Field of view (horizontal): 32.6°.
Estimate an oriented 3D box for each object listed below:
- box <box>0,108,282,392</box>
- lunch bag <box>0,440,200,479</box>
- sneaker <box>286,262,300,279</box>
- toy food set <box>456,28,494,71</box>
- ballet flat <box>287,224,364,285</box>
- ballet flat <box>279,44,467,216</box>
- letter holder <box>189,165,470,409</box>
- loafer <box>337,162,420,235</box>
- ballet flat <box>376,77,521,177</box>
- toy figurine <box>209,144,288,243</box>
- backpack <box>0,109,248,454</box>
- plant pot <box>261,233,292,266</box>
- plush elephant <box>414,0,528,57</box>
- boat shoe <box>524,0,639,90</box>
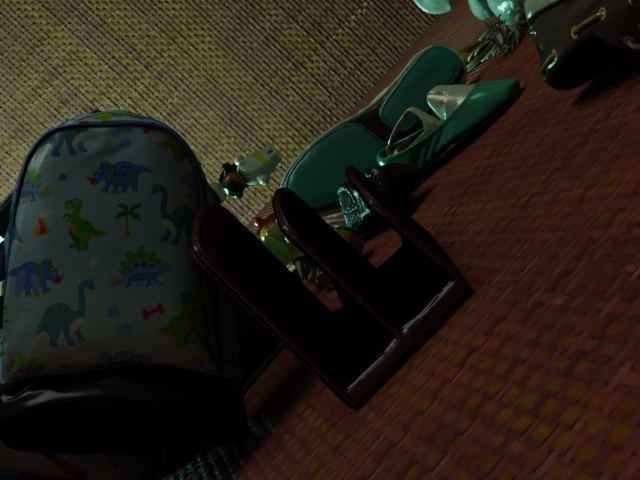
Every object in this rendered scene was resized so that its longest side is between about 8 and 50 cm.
[{"bbox_3d":[-0.248,0.044,1.549,0.212,0.395,0.293,-50,7,-14],"label":"box"},{"bbox_3d":[-0.363,0.218,1.419,0.328,0.385,0.239,152,131,-70],"label":"lunch bag"},{"bbox_3d":[-0.034,0.043,1.761,0.083,0.032,0.037,-50,7,-16],"label":"sneaker"},{"bbox_3d":[0.286,-0.355,2.023,0.132,0.038,0.192,-50,8,-21],"label":"toy food set"},{"bbox_3d":[-0.003,0.027,1.528,0.232,0.080,0.073,152,130,-75],"label":"ballet flat"},{"bbox_3d":[0.098,-0.165,1.850,0.400,0.139,0.139,-44,7,-11],"label":"ballet flat"},{"bbox_3d":[0.000,0.000,1.075,0.152,0.214,0.302,-46,7,6],"label":"letter holder"},{"bbox_3d":[0.084,-0.057,1.522,0.078,0.080,0.220,-15,-3,-16],"label":"loafer"},{"bbox_3d":[0.162,-0.161,1.506,0.247,0.087,0.083,-41,9,38],"label":"ballet flat"},{"bbox_3d":[-0.132,-0.074,2.256,0.148,0.213,0.209,-37,8,-20],"label":"toy figurine"},{"bbox_3d":[-0.225,0.034,1.220,0.273,0.290,0.355,82,-172,-59],"label":"backpack"},{"bbox_3d":[-0.076,0.032,1.876,0.083,0.079,0.083,-47,7,7],"label":"plant pot"},{"bbox_3d":[0.288,-0.490,1.853,0.272,0.255,0.330,-32,17,53],"label":"plush elephant"},{"bbox_3d":[0.296,-0.219,1.018,0.116,0.096,0.324,-7,-3,-20],"label":"boat shoe"}]
